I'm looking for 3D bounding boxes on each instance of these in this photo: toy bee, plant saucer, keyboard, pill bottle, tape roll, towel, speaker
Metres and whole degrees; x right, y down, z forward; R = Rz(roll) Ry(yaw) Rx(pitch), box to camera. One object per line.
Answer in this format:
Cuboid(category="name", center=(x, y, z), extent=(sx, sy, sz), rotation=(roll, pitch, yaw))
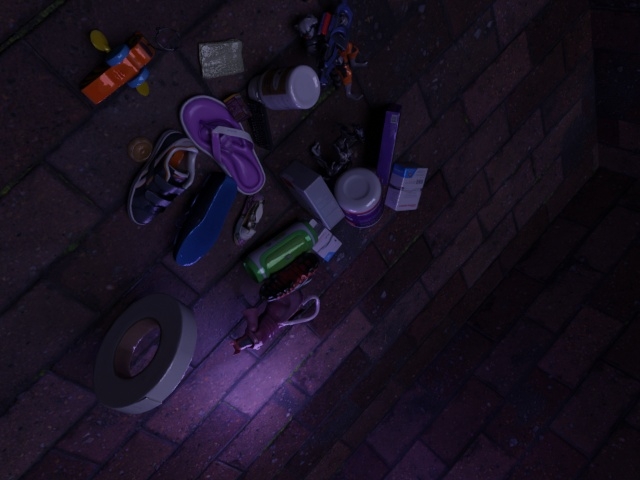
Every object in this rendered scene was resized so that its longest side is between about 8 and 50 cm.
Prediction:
Cuboid(category="toy bee", center=(-0.509, -0.489, 1.348), extent=(0.298, 0.162, 0.195), rotation=(-14, 135, -4))
Cuboid(category="plant saucer", center=(-0.546, -0.275, 1.512), extent=(0.083, 0.015, 0.083), rotation=(-20, 125, -31))
Cuboid(category="keyboard", center=(-0.213, -0.390, 1.666), extent=(0.023, 0.108, 0.180), rotation=(-41, 144, -29))
Cuboid(category="pill bottle", center=(0.163, -0.159, 2.004), extent=(0.181, 0.181, 0.323), rotation=(-51, 163, -5))
Cuboid(category="tape roll", center=(-0.568, 0.357, 1.594), extent=(0.392, 0.392, 0.072), rotation=(-50, 136, -6))
Cuboid(category="pill bottle", center=(-0.123, -0.484, 1.582), extent=(0.131, 0.229, 0.131), rotation=(-12, 107, -43))
Cuboid(category="towel", center=(-0.306, -0.564, 1.539), extent=(0.148, 0.027, 0.110), rotation=(-21, 127, -30))
Cuboid(category="speaker", center=(-0.155, 0.042, 1.948), extent=(0.296, 0.131, 0.131), rotation=(-36, 132, -19))

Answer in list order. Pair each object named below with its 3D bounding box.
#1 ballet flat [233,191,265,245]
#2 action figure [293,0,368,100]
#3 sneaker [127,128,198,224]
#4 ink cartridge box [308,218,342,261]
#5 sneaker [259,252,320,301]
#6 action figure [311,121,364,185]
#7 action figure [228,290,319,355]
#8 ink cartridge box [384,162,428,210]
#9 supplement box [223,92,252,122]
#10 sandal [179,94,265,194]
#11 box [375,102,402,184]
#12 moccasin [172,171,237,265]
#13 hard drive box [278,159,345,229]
Cuboid(category="ballet flat", center=(-0.259, -0.072, 1.827), extent=(0.077, 0.079, 0.221), rotation=(10, 108, -44))
Cuboid(category="action figure", center=(0.026, -0.620, 1.689), extent=(0.330, 0.178, 0.341), rotation=(40, 61, -41))
Cuboid(category="sneaker", center=(-0.487, -0.179, 1.531), extent=(0.126, 0.127, 0.321), rotation=(12, 107, -57))
Cuboid(category="ink cartridge box", center=(0.000, 0.000, 2.099), extent=(0.104, 0.060, 0.180), rotation=(-52, 135, -3))
Cuboid(category="sneaker", center=(-0.120, 0.162, 1.931), extent=(0.276, 0.097, 0.135), rotation=(-35, 158, -24))
Cuboid(category="action figure", center=(0.062, -0.336, 1.910), extent=(0.164, 0.141, 0.275), rotation=(-21, 153, -40))
Cuboid(category="action figure", center=(-0.208, 0.348, 1.988), extent=(0.370, 0.276, 0.248), rotation=(-41, 138, -37))
Cuboid(category="ink cartridge box", center=(0.390, -0.247, 2.267), extent=(0.148, 0.086, 0.203), rotation=(-6, 118, -38))
Cuboid(category="supplement box", center=(-0.267, -0.428, 1.601), extent=(0.043, 0.055, 0.083), rotation=(-27, 102, 19))
Cuboid(category="sandal", center=(-0.293, -0.310, 1.642), extent=(0.169, 0.102, 0.416), rotation=(-48, 135, -9))
Cuboid(category="box", center=(0.278, -0.397, 2.026), extent=(0.201, 0.057, 0.293), rotation=(-62, 161, -64))
Cuboid(category="moccasin", center=(-0.398, -0.075, 1.687), extent=(0.342, 0.117, 0.138), rotation=(-56, 144, 2))
Cuboid(category="hard drive box", center=(-0.031, -0.173, 1.888), extent=(0.089, 0.181, 0.232), rotation=(-43, 133, -9))
